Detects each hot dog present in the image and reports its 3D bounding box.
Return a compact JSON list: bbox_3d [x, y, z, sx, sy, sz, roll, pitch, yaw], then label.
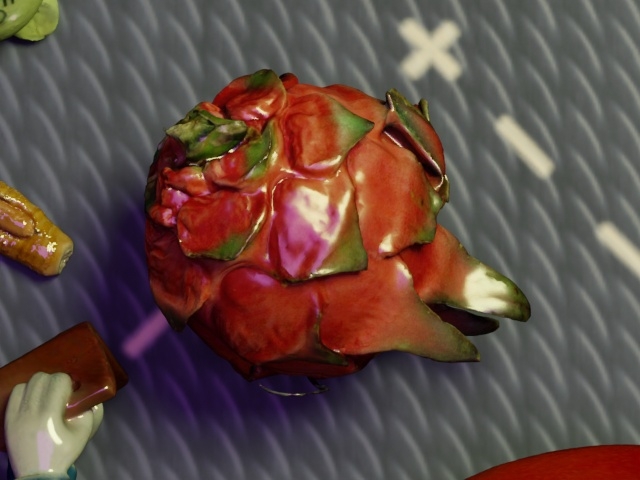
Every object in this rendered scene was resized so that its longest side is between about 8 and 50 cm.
[{"bbox_3d":[-0.229,-0.024,1.142,0.137,0.028,0.044,32,75,4],"label":"hot dog"}]

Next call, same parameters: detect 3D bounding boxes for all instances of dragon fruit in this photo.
[{"bbox_3d":[0.000,0.000,1.072,0.274,0.192,0.193,33,124,-31],"label":"dragon fruit"}]

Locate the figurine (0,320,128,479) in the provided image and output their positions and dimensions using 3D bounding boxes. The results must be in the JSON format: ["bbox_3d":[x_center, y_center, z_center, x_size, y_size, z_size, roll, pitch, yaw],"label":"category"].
[{"bbox_3d":[-0.177,0.201,1.071,0.338,0.204,0.283,30,75,-10],"label":"figurine"}]

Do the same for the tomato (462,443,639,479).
[{"bbox_3d":[0.168,0.251,1.002,0.299,0.226,0.298,6,69,-15],"label":"tomato"}]

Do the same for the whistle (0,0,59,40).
[{"bbox_3d":[-0.301,-0.174,1.111,0.289,0.131,0.106,-9,46,-6],"label":"whistle"}]
